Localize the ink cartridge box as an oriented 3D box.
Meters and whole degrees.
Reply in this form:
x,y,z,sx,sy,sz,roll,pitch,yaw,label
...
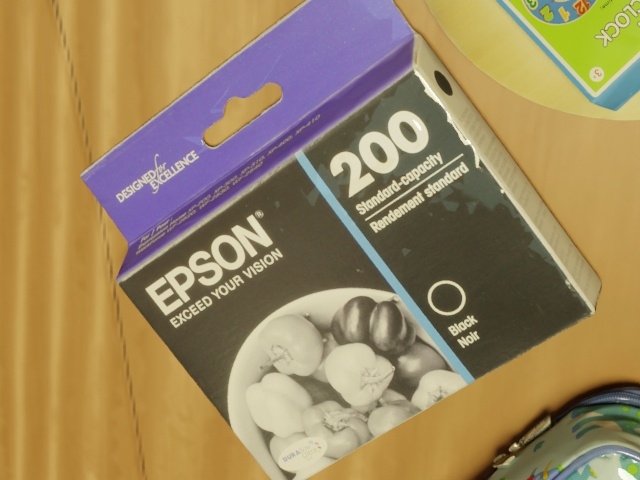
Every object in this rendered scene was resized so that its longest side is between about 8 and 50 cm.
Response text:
x,y,z,sx,sy,sz,roll,pitch,yaw,label
0.000,0.000,0.596,0.206,0.045,0.208,-34,97,23,ink cartridge box

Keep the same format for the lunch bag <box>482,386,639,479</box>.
x,y,z,sx,sy,sz,roll,pitch,yaw,label
0.168,0.198,0.601,0.219,0.090,0.176,40,113,-3,lunch bag

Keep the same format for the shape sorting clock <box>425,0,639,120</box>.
x,y,z,sx,sy,sz,roll,pitch,yaw,label
0.132,-0.154,0.502,0.206,0.040,0.206,8,108,26,shape sorting clock
